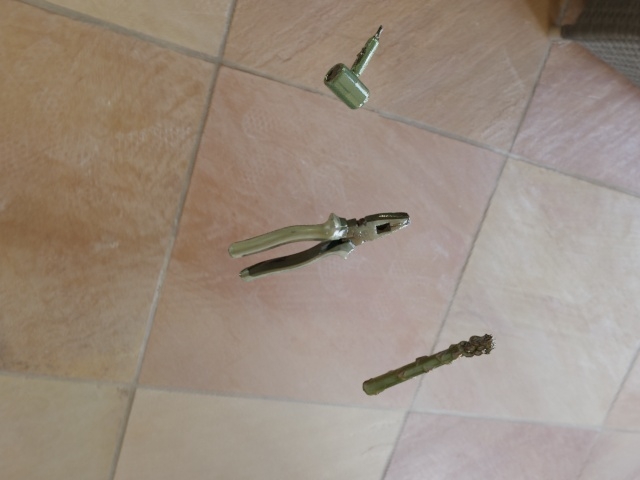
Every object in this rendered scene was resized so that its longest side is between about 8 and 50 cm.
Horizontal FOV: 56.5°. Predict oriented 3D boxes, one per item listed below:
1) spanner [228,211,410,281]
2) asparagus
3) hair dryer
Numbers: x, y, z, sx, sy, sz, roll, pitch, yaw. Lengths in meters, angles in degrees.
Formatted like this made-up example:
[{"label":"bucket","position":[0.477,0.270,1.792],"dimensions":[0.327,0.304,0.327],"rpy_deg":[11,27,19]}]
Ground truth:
[{"label":"spanner","position":[0.000,0.000,1.060],"dimensions":[0.324,0.040,0.096],"rpy_deg":[-15,130,4]},{"label":"asparagus","position":[0.111,0.135,0.640],"dimensions":[0.024,0.248,0.025],"rpy_deg":[18,61,-18]},{"label":"hair dryer","position":[0.068,-0.298,0.994],"dimensions":[0.071,0.047,0.150],"rpy_deg":[37,76,-34]}]
